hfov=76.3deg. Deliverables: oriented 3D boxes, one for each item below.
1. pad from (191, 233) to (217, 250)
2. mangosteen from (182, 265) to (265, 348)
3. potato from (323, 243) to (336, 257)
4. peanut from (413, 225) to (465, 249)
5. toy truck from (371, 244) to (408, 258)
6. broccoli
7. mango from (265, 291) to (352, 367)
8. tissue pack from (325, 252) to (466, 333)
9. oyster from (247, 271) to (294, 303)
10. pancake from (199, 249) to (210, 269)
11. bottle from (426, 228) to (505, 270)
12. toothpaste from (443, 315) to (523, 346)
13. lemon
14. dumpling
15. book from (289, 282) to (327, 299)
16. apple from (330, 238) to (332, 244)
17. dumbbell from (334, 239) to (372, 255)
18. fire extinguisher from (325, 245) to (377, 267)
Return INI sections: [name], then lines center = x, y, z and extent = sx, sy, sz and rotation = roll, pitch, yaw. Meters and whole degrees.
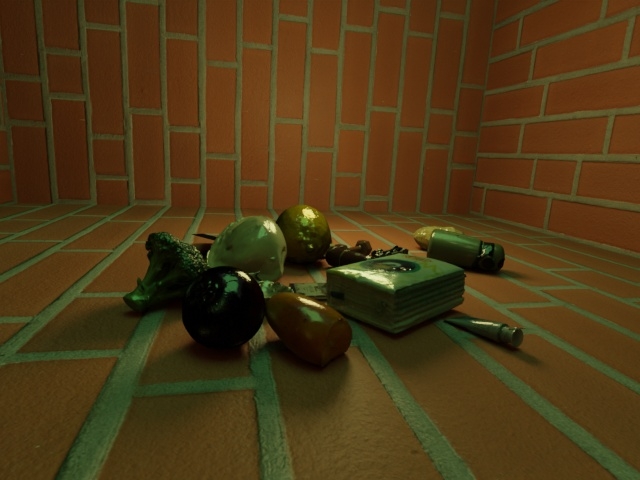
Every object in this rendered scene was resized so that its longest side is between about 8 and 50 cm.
[pad]
center = -0.459, 0.033, 2.006
extent = 0.315, 0.063, 0.375
rotation = 14, 0, -6
[mangosteen]
center = -0.239, 0.180, 1.047
extent = 0.216, 0.215, 0.216
rotation = 3, 12, -1
[potato]
center = 0.035, 0.049, 2.038
extent = 0.122, 0.061, 0.086
rotation = -6, 13, -41
[peanut]
center = 0.656, 0.000, 2.225
extent = 0.174, 0.158, 0.340
rotation = -31, 17, -13
[toy truck]
center = 0.312, 0.084, 1.877
extent = 0.192, 0.092, 0.083
rotation = -11, 16, -24
[broccoli]
center = -0.485, 0.109, 1.273
extent = 0.254, 0.268, 0.269
rotation = 1, 7, 42
[mango]
center = -0.051, 0.206, 1.053
extent = 0.257, 0.137, 0.187
rotation = 22, 5, 32
[tissue pack]
center = 0.252, 0.155, 1.340
extent = 0.388, 0.161, 0.288
rotation = -9, 16, -42
[oyster]
center = -0.212, 0.174, 1.321
extent = 0.223, 0.083, 0.214
rotation = 17, 21, 38
[pancake]
center = -0.505, 0.088, 1.785
extent = 0.286, 0.033, 0.288
rotation = -4, 13, -25
[bottle]
center = 0.694, 0.054, 1.949
extent = 0.347, 0.168, 0.168
rotation = 13, 14, 20
[toothpaste]
center = 0.478, 0.254, 1.205
extent = 0.090, 0.057, 0.234
rotation = -1, 6, -28
[lemon]
center = -0.079, -0.025, 1.892
extent = 0.286, 0.285, 0.316
rotation = -9, 38, -44
[dumpling]
center = -0.296, 0.025, 1.617
extent = 0.316, 0.233, 0.394
rotation = -10, 46, -8
[book]
center = 0.007, 0.181, 1.480
extent = 0.232, 0.026, 0.157
rotation = 1, 12, -10
[apple]
center = 0.002, -0.001, 2.158
extent = 0.126, 0.101, 0.126
rotation = 3, 13, -1
[dumbbell]
center = 0.157, 0.050, 2.005
extent = 0.231, 0.092, 0.082
rotation = -9, 46, -44
[fire extinguisher]
center = 0.163, 0.098, 1.720
extent = 0.142, 0.105, 0.341
rotation = -6, 12, -33
